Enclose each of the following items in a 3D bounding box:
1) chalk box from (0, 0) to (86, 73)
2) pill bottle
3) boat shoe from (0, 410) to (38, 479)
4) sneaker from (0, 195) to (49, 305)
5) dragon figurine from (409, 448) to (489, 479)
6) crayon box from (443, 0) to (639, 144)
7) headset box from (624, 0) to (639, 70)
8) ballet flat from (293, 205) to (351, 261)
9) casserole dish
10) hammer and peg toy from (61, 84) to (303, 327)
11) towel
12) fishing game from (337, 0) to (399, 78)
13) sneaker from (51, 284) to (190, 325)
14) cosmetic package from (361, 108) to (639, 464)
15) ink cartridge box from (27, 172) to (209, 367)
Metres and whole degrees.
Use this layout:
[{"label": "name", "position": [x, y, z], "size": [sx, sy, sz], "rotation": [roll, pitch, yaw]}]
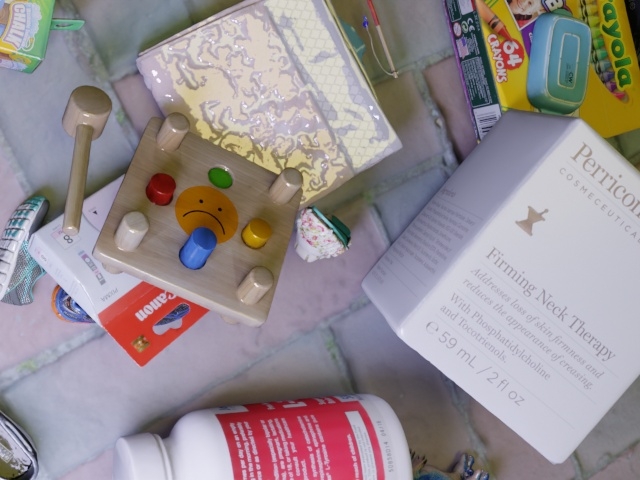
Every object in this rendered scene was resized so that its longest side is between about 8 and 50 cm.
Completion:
[{"label": "chalk box", "position": [-0.436, -0.312, 1.358], "size": [0.213, 0.132, 0.132], "rotation": [12, 85, -22]}, {"label": "pill bottle", "position": [-0.089, 0.355, 1.454], "size": [0.407, 0.229, 0.229], "rotation": [-1, 90, -24]}, {"label": "boat shoe", "position": [-0.508, 0.236, 1.340], "size": [0.301, 0.102, 0.108], "rotation": [46, 73, -17]}, {"label": "sneaker", "position": [-0.420, 0.018, 1.412], "size": [0.076, 0.065, 0.166], "rotation": [28, 82, -38]}, {"label": "dragon figurine", "position": [0.159, 0.450, 1.638], "size": [0.289, 0.085, 0.144], "rotation": [-46, 106, -18]}, {"label": "crayon box", "position": [0.398, -0.339, 1.733], "size": [0.313, 0.106, 0.363], "rotation": [-18, 97, -23]}, {"label": "headset box", "position": [0.654, -0.390, 1.769], "size": [0.131, 0.246, 0.283], "rotation": [-13, 94, -22]}, {"label": "ballet flat", "position": [0.000, 0.000, 1.503], "size": [0.077, 0.241, 0.091], "rotation": [-45, 81, 4]}, {"label": "casserole dish", "position": [0.409, -0.300, 1.661], "size": [0.114, 0.037, 0.188], "rotation": [9, 88, -24]}, {"label": "hammer and peg toy", "position": [-0.213, -0.045, 1.372], "size": [0.361, 0.127, 0.266], "rotation": [24, 53, -14]}, {"label": "towel", "position": [-0.072, -0.209, 1.533], "size": [0.317, 0.053, 0.332], "rotation": [-30, 101, -10]}, {"label": "fishing game", "position": [-0.010, -0.280, 1.595], "size": [0.264, 0.041, 0.189], "rotation": [-24, 99, -14]}, {"label": "sneaker", "position": [-0.278, 0.092, 1.449], "size": [0.221, 0.087, 0.083], "rotation": [-5, 93, -23]}, {"label": "cosmetic package", "position": [0.325, 0.051, 1.515], "size": [0.329, 0.327, 0.394], "rotation": [39, 93, -11]}, {"label": "ink cartridge box", "position": [-0.266, 0.035, 1.402], "size": [0.232, 0.066, 0.189], "rotation": [43, 49, 8]}]
